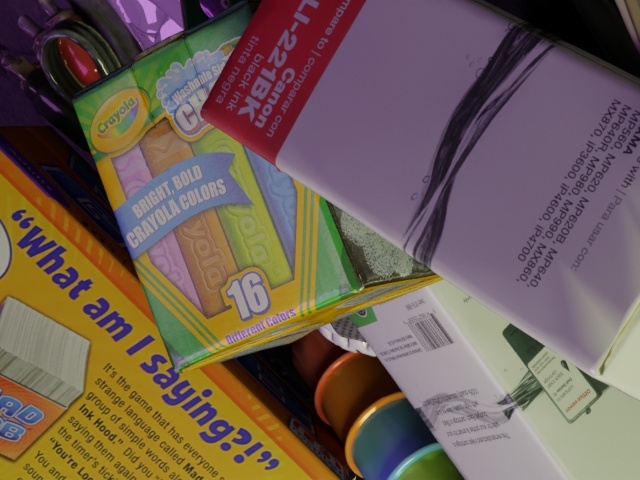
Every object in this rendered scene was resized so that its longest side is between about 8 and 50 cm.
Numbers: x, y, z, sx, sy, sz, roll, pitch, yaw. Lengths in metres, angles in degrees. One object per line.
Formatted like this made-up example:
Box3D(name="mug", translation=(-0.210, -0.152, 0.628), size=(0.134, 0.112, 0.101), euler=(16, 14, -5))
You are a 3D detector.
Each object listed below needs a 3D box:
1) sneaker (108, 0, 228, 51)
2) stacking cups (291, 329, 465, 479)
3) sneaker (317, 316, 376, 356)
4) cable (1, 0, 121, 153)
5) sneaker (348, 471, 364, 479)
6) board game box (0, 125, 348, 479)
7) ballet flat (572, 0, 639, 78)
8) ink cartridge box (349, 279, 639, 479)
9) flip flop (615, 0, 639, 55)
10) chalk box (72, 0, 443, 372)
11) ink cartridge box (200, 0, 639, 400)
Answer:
Box3D(name="sneaker", translation=(-0.055, -0.138, 1.243), size=(0.305, 0.114, 0.152), euler=(54, 180, -5))
Box3D(name="stacking cups", translation=(0.073, 0.159, 1.393), size=(0.316, 0.096, 0.096), euler=(55, 170, 51))
Box3D(name="sneaker", translation=(0.000, 0.000, 1.354), size=(0.234, 0.078, 0.106), euler=(36, 157, 45))
Box3D(name="cable", translation=(-0.144, -0.089, 1.611), size=(0.287, 0.072, 0.139), euler=(40, 143, 0))
Box3D(name="sneaker", translation=(0.066, 0.178, 1.518), size=(0.063, 0.075, 0.170), euler=(54, 161, -3))
Box3D(name="board game box", translation=(-0.227, 0.160, 1.516), size=(0.356, 0.356, 0.356), euler=(45, -178, -3))
Box3D(name="ballet flat", translation=(0.105, -0.154, 0.854), size=(0.213, 0.072, 0.068), euler=(57, 165, -14))
Box3D(name="ink cartridge box", translation=(0.109, 0.069, 1.210), size=(0.208, 0.087, 0.153), euler=(55, 160, -3))
Box3D(name="flip flop", translation=(0.127, -0.170, 0.751), size=(0.080, 0.112, 0.277), euler=(53, 173, 48))
Box3D(name="chalk box", translation=(-0.037, -0.054, 1.086), size=(0.132, 0.132, 0.213), euler=(-25, 82, 29))
Box3D(name="ink cartridge box", translation=(0.109, -0.020, 0.896), size=(0.273, 0.114, 0.197), euler=(33, -175, 43))
